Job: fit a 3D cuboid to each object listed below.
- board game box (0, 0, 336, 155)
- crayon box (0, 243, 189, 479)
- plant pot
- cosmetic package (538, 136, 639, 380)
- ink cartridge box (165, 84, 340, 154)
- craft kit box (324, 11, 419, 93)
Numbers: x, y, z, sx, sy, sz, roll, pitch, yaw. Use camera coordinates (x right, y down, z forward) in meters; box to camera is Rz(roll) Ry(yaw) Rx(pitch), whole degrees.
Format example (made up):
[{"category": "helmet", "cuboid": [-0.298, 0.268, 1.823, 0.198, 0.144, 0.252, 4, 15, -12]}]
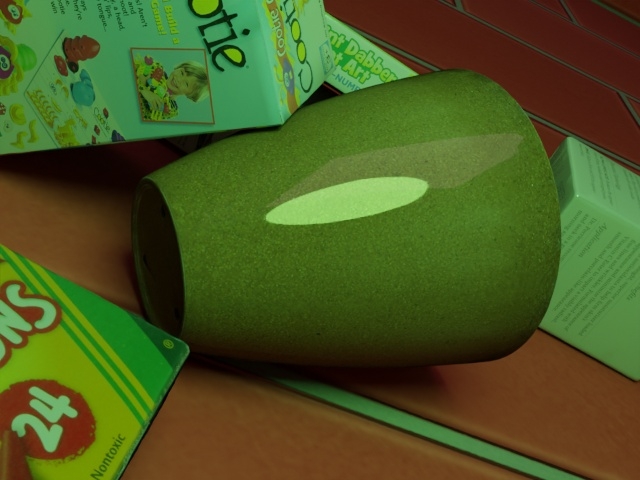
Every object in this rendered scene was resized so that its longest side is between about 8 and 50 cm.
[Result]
[{"category": "board game box", "cuboid": [-0.147, -0.161, 0.621, 0.275, 0.144, 0.142, -3, 25, 20]}, {"category": "crayon box", "cuboid": [-0.250, 0.063, 0.416, 0.318, 0.081, 0.202, 28, 32, -4]}, {"category": "plant pot", "cuboid": [0.000, 0.000, 0.610, 0.254, 0.237, 0.237, -10, 48, -27]}, {"category": "cosmetic package", "cuboid": [0.299, 0.017, 0.870, 0.184, 0.151, 0.151, 29, 31, -5]}, {"category": "ink cartridge box", "cuboid": [-0.077, -0.134, 0.825, 0.203, 0.086, 0.148, 33, 31, 3]}, {"category": "craft kit box", "cuboid": [-0.005, -0.195, 0.823, 0.250, 0.061, 0.246, 30, 7, -16]}]
